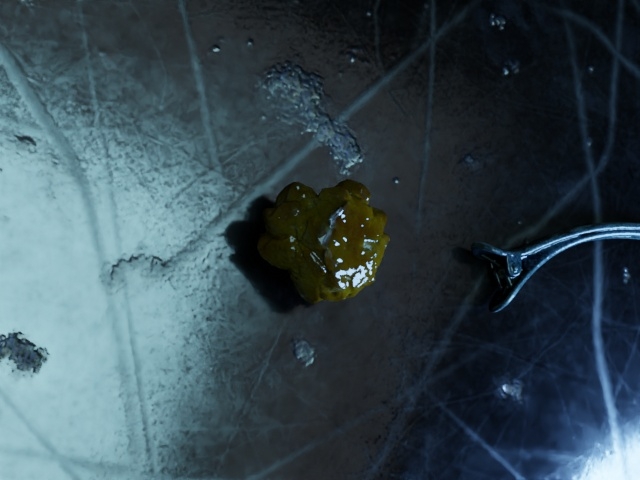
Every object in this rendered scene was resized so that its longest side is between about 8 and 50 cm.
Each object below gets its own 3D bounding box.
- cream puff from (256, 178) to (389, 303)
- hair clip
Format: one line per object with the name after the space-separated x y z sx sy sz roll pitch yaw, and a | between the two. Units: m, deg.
0.000 0.000 1.709 0.122 0.094 0.116 10 81 -46 | cream puff
0.253 0.007 1.845 0.229 0.039 0.070 -16 88 -26 | hair clip
